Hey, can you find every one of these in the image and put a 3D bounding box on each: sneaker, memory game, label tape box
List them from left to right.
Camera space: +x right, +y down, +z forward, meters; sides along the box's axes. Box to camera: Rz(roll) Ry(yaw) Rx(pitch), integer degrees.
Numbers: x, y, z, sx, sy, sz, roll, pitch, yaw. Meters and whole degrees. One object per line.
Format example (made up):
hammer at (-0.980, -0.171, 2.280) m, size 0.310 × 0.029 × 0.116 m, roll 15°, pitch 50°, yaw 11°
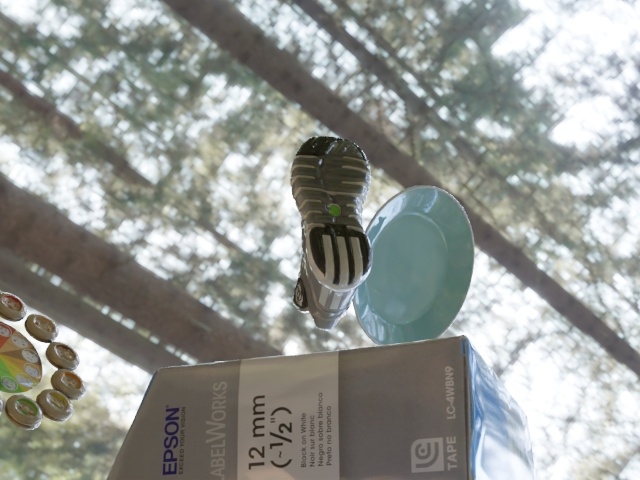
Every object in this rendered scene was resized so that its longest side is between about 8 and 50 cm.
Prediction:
memory game at (-0.306, 0.106, 1.123) m, size 0.012 × 0.186 × 0.186 m, roll -51°, pitch -146°, yaw 23°
label tape box at (-0.024, 0.172, 0.926) m, size 0.347 × 0.249 × 0.115 m, roll -6°, pitch -112°, yaw 18°
sneaker at (0.000, 0.000, 1.231) m, size 0.229 × 0.086 × 0.132 m, roll -89°, pitch -169°, yaw -48°

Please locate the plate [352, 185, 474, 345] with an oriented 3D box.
plate at (0.099, 0.031, 1.300) m, size 0.024 × 0.188 × 0.188 m, roll 16°, pitch -106°, yaw 49°
